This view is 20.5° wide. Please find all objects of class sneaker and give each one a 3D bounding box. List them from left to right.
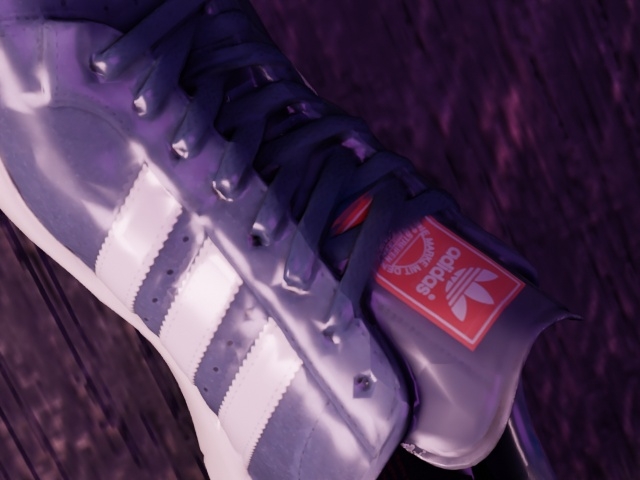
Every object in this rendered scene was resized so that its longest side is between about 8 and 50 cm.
[{"bbox_3d":[0.000,0.000,0.600,0.131,0.148,0.350,-48,119,-33],"label":"sneaker"}]
